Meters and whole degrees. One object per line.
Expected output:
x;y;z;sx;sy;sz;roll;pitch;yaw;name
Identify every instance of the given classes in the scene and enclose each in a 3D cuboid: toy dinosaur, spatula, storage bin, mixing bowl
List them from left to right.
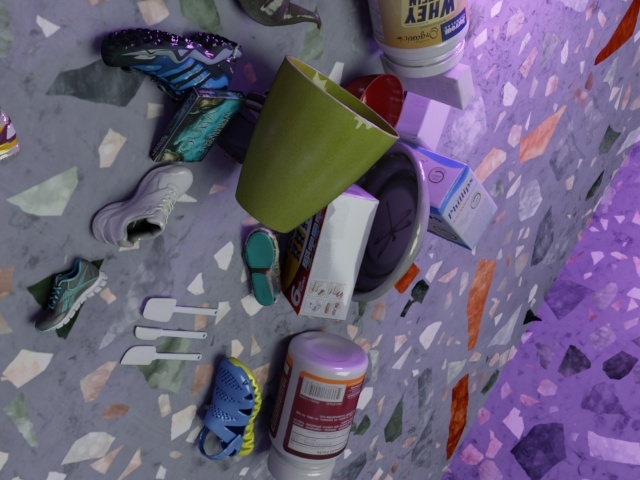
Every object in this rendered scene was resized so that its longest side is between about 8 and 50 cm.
-0.331;0.210;1.801;0.242;0.019;0.168;13;101;-53;spatula
-0.153;-0.204;1.695;0.098;0.091;0.135;-58;143;-7;storage bin
-0.112;-0.500;1.564;0.160;0.121;0.313;-50;149;2;toy dinosaur
0.110;-0.331;1.934;0.181;0.098;0.181;-31;134;-37;mixing bowl

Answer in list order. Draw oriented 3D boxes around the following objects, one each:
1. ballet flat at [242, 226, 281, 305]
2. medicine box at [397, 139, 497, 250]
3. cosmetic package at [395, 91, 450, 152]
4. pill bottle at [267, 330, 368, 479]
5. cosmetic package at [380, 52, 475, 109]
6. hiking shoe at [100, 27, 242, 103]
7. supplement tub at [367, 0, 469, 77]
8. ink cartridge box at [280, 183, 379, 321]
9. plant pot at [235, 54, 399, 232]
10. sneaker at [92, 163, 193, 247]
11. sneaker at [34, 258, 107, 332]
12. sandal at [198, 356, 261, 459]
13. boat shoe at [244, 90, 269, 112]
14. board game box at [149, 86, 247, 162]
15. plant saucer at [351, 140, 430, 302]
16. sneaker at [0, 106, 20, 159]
-0.136;0.052;1.907;0.077;0.091;0.241;-71;166;-51;ballet flat
0.300;-0.128;2.158;0.149;0.263;0.289;-60;144;-6;medicine box
0.286;-0.364;2.114;0.117;0.085;0.231;33;77;-54;cosmetic package
-0.017;0.471;2.184;0.224;0.224;0.392;-9;119;-49;pill bottle
0.264;-0.408;1.955;0.060;0.239;0.099;-48;142;-18;cosmetic package
-0.268;-0.313;1.462;0.304;0.113;0.132;-10;122;-46;hiking shoe
0.221;-0.558;1.815;0.228;0.228;0.316;-43;140;-25;supplement tub
0.000;0.000;1.939;0.130;0.272;0.309;9;106;-21;ink cartridge box
-0.038;-0.171;1.593;0.293;0.275;0.275;-53;147;15;plant pot
-0.324;-0.058;1.553;0.232;0.115;0.090;-45;141;-24;sneaker
-0.490;0.101;1.511;0.166;0.065;0.076;-50;126;-23;sneaker
-0.235;0.437;1.984;0.138;0.126;0.317;-19;125;-39;sandal
-0.088;-0.298;1.730;0.228;0.081;0.068;10;102;-60;boat shoe
-0.241;-0.223;1.553;0.126;0.026;0.186;-7;148;-49;board game box
0.161;-0.038;1.930;0.101;0.400;0.400;15;101;-28;plant saucer
-0.569;-0.147;1.243;0.185;0.070;0.084;-38;129;-39;sneaker
